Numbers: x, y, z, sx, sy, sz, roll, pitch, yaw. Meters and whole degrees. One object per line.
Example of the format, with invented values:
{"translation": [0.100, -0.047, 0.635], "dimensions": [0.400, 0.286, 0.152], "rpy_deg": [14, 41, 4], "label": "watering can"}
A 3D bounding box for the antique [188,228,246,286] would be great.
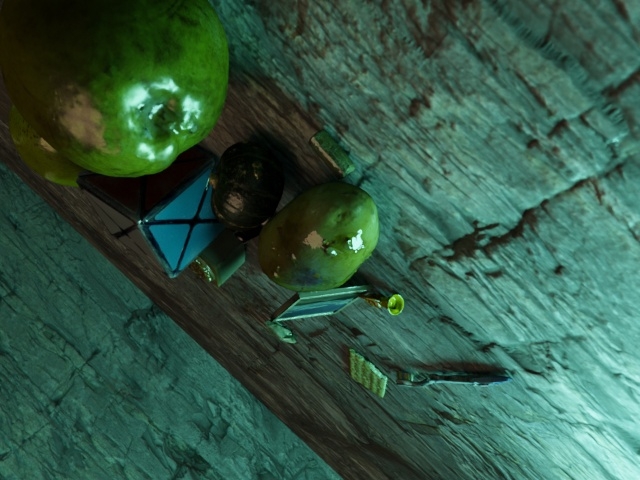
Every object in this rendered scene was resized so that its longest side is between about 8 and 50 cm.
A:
{"translation": [-0.316, 0.033, 1.500], "dimensions": [0.146, 0.148, 0.152], "rpy_deg": [38, 155, 13], "label": "antique"}

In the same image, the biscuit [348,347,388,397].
{"translation": [0.143, 0.410, 1.570], "dimensions": [0.144, 0.016, 0.203], "rpy_deg": [32, 151, 21], "label": "biscuit"}

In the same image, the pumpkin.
{"translation": [-0.152, -0.111, 1.051], "dimensions": [0.146, 0.190, 0.190], "rpy_deg": [26, 164, -34], "label": "pumpkin"}

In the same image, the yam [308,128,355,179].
{"translation": [0.020, -0.152, 0.908], "dimensions": [0.094, 0.043, 0.043], "rpy_deg": [49, 152, -9], "label": "yam"}

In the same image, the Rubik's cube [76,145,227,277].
{"translation": [-0.404, -0.102, 1.315], "dimensions": [0.254, 0.259, 0.260], "rpy_deg": [32, 154, 23], "label": "Rubik's cube"}

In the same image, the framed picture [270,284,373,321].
{"translation": [-0.005, 0.153, 1.258], "dimensions": [0.260, 0.189, 0.023], "rpy_deg": [133, 129, -62], "label": "framed picture"}

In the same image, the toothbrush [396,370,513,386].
{"translation": [0.302, 0.334, 1.234], "dimensions": [0.035, 0.042, 0.413], "rpy_deg": [13, 162, -24], "label": "toothbrush"}

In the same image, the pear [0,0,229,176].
{"translation": [-0.330, -0.295, 0.832], "dimensions": [0.413, 0.352, 0.352], "rpy_deg": [50, 159, 31], "label": "pear"}

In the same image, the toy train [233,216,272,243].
{"translation": [-0.167, -0.035, 1.313], "dimensions": [0.043, 0.047, 0.207], "rpy_deg": [47, 152, -11], "label": "toy train"}

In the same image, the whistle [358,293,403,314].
{"translation": [0.129, 0.140, 1.163], "dimensions": [0.109, 0.057, 0.046], "rpy_deg": [3, 108, 53], "label": "whistle"}

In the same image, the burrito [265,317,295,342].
{"translation": [-0.138, 0.319, 1.785], "dimensions": [0.118, 0.044, 0.074], "rpy_deg": [25, 144, 37], "label": "burrito"}

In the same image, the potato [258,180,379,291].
{"translation": [0.000, 0.000, 0.986], "dimensions": [0.210, 0.173, 0.307], "rpy_deg": [24, 150, -14], "label": "potato"}

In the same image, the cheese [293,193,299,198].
{"translation": [-0.043, 0.001, 1.166], "dimensions": [0.127, 0.049, 0.235], "rpy_deg": [-103, 7, -48], "label": "cheese"}

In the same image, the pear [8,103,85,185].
{"translation": [-0.768, -0.299, 1.535], "dimensions": [0.318, 0.238, 0.342], "rpy_deg": [12, 140, 58], "label": "pear"}
